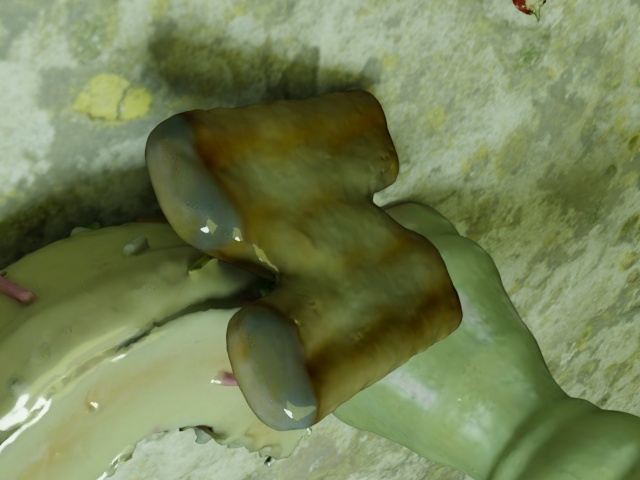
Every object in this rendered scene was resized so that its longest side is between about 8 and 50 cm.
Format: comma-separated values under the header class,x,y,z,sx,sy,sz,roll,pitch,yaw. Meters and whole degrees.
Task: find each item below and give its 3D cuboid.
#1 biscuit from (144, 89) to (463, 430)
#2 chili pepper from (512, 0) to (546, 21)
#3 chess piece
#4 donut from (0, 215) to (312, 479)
class,x,y,z,sx,sy,sz,roll,pitch,yaw
biscuit,0.000,0.000,0.791,0.062,0.236,0.291,-24,180,35
chili pepper,0.183,-0.266,0.903,0.045,0.027,0.178,-40,145,-16
chess piece,0.177,0.177,0.977,0.234,0.442,0.234,-28,141,-25
donut,-0.172,0.123,0.820,0.371,0.150,0.307,-25,139,-28
